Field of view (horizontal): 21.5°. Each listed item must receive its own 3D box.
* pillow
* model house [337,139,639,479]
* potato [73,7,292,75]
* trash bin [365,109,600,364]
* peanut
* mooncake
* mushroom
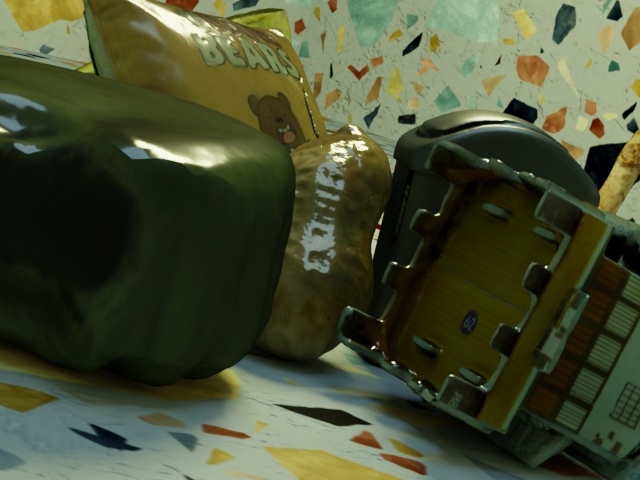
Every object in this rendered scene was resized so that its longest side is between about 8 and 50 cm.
[{"bbox_3d":[-0.080,-0.075,1.533,0.119,0.312,0.310,-25,-14,32],"label":"pillow"},{"bbox_3d":[0.165,0.060,1.300,0.215,0.198,0.224,30,-1,-28],"label":"model house"},{"bbox_3d":[-0.213,-0.198,2.504,0.330,0.212,0.280,-6,17,44],"label":"potato"},{"bbox_3d":[0.136,0.004,1.484,0.177,0.236,0.101,14,8,-14],"label":"trash bin"},{"bbox_3d":[0.000,0.000,1.422,0.120,0.236,0.110,32,-39,-14],"label":"peanut"},{"bbox_3d":[-0.195,-0.022,1.232,0.351,0.187,0.351,12,10,-2],"label":"mooncake"},{"bbox_3d":[0.395,-0.062,2.360,0.233,0.301,0.208,28,-27,-5],"label":"mushroom"}]
